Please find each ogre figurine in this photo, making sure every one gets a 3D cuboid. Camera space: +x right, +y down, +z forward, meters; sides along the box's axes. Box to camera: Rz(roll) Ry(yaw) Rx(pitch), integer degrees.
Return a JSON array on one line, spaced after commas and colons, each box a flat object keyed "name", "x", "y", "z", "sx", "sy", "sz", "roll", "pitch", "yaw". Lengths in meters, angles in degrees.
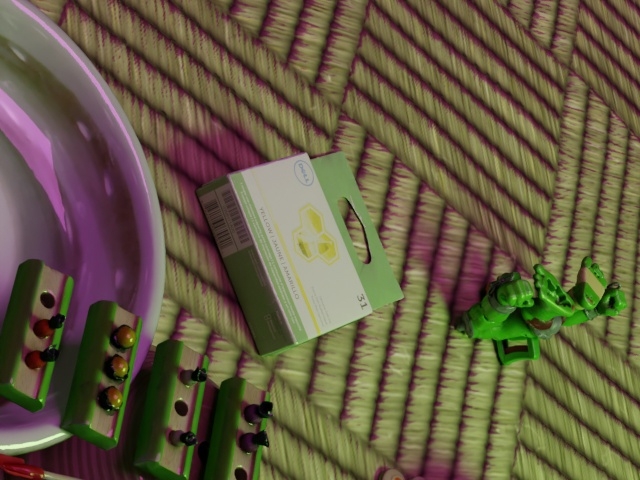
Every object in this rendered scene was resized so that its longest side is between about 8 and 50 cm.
[{"name": "ogre figurine", "x": 0.225, "y": 0.073, "z": 1.874, "sx": 0.197, "sy": 0.118, "sz": 0.097, "roll": -24, "pitch": 86, "yaw": -53}]

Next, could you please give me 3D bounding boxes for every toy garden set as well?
[{"name": "toy garden set", "x": -0.133, "y": 0.149, "z": 1.308, "sx": 0.244, "sy": 0.049, "sz": 0.204, "roll": 33, "pitch": 49, "yaw": -31}]

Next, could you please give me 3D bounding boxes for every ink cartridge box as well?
[{"name": "ink cartridge box", "x": 0.000, "y": 0.000, "z": 1.707, "sx": 0.235, "sy": 0.056, "sz": 0.171, "roll": -19, "pitch": 86, "yaw": -49}]

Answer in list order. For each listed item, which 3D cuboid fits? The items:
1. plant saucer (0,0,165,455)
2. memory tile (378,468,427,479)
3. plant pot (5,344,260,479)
[{"name": "plant saucer", "x": -0.298, "y": -0.022, "z": 1.336, "sx": 0.400, "sy": 0.100, "sz": 0.400, "roll": 24, "pitch": 55, "yaw": -39}, {"name": "memory tile", "x": 0.097, "y": 0.297, "z": 1.702, "sx": 0.113, "sy": 0.012, "sz": 0.148, "roll": 24, "pitch": 55, "yaw": -40}, {"name": "plant pot", "x": -0.126, "y": 0.185, "z": 1.428, "sx": 0.237, "sy": 0.109, "sz": 0.237, "roll": 23, "pitch": 57, "yaw": -40}]
